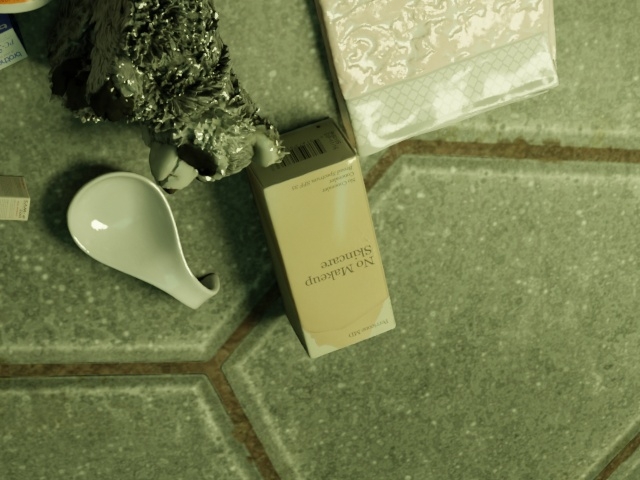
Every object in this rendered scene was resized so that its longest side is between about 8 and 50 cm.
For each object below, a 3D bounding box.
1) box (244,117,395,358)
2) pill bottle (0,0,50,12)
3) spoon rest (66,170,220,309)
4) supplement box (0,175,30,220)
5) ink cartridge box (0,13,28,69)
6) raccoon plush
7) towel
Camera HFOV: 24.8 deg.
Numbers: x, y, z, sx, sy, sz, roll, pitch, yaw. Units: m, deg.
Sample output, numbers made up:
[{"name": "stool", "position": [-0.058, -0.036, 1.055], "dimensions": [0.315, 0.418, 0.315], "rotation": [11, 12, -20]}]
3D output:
[{"name": "box", "position": [0.000, 0.000, 2.075], "dimensions": [0.148, 0.121, 0.311], "rotation": [-21, 126, -7]}, {"name": "pill bottle", "position": [-0.371, -0.386, 1.689], "dimensions": [0.121, 0.121, 0.221], "rotation": [-8, 124, -16]}, {"name": "spoon rest", "position": [-0.234, 0.008, 2.018], "dimensions": [0.137, 0.084, 0.276], "rotation": [-40, 127, 7]}, {"name": "supplement box", "position": [-0.436, -0.057, 1.914], "dimensions": [0.098, 0.062, 0.036], "rotation": [2, 120, -21]}, {"name": "ink cartridge box", "position": [-0.465, -0.216, 1.779], "dimensions": [0.207, 0.097, 0.046], "rotation": [-26, 126, -2]}, {"name": "raccoon plush", "position": [-0.133, -0.270, 1.813], "dimensions": [0.299, 0.216, 0.446], "rotation": [15, 115, -36]}, {"name": "towel", "position": [0.165, -0.296, 1.988], "dimensions": [0.332, 0.053, 0.317], "rotation": [-20, 126, -8]}]
